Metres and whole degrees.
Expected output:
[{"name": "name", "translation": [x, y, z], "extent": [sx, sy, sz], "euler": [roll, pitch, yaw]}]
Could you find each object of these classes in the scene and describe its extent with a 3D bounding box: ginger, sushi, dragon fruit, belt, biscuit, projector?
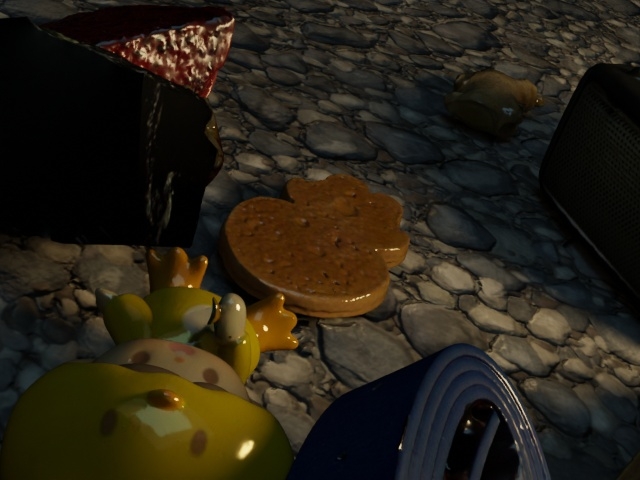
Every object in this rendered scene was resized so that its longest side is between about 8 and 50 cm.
[{"name": "ginger", "translation": [0.281, -0.234, 1.678], "extent": [0.137, 0.074, 0.213], "euler": [37, 39, 10]}, {"name": "sushi", "translation": [-0.224, -0.106, 1.065], "extent": [0.227, 0.216, 0.212], "euler": [3, 1, 26]}, {"name": "dragon fruit", "translation": [-0.274, -0.195, 1.278], "extent": [0.316, 0.152, 0.205], "euler": [-19, 29, -26]}, {"name": "belt", "translation": [0.076, 0.222, 0.743], "extent": [0.212, 0.117, 0.347], "euler": [55, 27, -16]}, {"name": "biscuit", "translation": [0.000, 0.001, 1.205], "extent": [0.202, 0.044, 0.289], "euler": [27, 32, 11]}, {"name": "projector", "translation": [0.564, -0.054, 1.402], "extent": [0.395, 0.242, 0.405], "euler": [2, 35, -24]}]

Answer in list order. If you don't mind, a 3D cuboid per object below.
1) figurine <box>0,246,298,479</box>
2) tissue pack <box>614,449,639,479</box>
[{"name": "figurine", "translation": [-0.113, 0.132, 0.832], "extent": [0.215, 0.187, 0.344], "euler": [11, 26, 4]}, {"name": "tissue pack", "translation": [0.456, 0.219, 1.006], "extent": [0.274, 0.167, 0.200], "euler": [-14, 47, -43]}]
